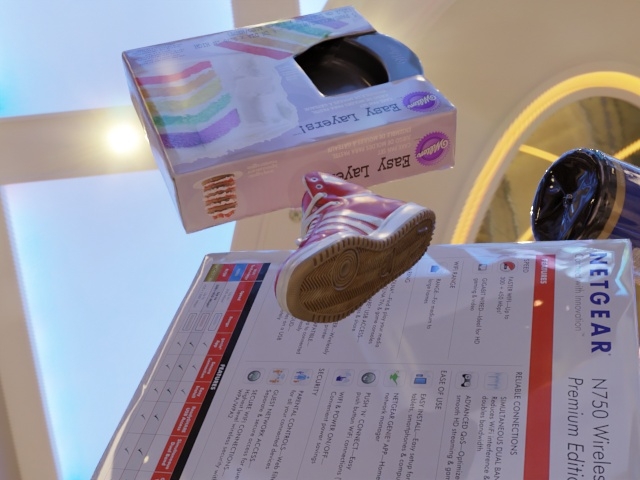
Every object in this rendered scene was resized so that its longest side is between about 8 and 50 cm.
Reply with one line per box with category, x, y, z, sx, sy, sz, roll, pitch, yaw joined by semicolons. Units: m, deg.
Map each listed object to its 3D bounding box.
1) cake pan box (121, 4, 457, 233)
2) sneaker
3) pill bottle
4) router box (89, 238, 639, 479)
cake pan box;-0.034;-0.128;0.735;0.267;0.246;0.070;-14;-47;-13
sneaker;0.000;0.000;0.372;0.067;0.118;0.042;23;-63;29
pill bottle;0.356;-0.014;0.863;0.219;0.123;0.123;17;-77;-20
router box;0.023;0.141;0.435;0.301;0.335;0.082;-2;-50;21
